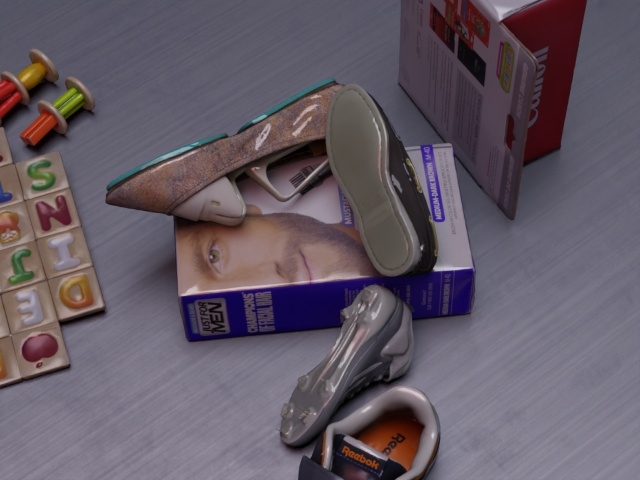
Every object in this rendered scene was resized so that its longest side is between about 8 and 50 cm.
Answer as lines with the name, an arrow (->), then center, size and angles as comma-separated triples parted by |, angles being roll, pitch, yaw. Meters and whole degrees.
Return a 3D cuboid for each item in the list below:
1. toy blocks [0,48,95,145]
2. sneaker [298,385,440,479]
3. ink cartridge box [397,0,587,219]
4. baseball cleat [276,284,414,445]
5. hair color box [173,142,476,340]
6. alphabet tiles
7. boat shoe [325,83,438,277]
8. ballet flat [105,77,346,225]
toy blocks -> -0.381, -0.163, 1.944 | 0.123, 0.054, 0.148 | 37, 66, 21
sneaker -> 0.019, 0.283, 1.589 | 0.126, 0.127, 0.321 | 25, 62, 16
ink cartridge box -> 0.215, -0.222, 1.812 | 0.130, 0.309, 0.272 | -26, 60, -15
baseball cleat -> 0.040, 0.153, 1.707 | 0.206, 0.109, 0.072 | -57, 35, -1
hair color box -> 0.000, 0.000, 1.791 | 0.339, 0.110, 0.185 | -7, 56, -1
alphabet tiles -> -0.422, 0.026, 1.820 | 0.285, 0.011, 0.342 | -16, 63, -8
boat shoe -> 0.069, -0.065, 1.704 | 0.081, 0.069, 0.227 | -26, 72, 33
ballet flat -> -0.086, -0.081, 1.731 | 0.316, 0.107, 0.106 | -26, 85, -14
